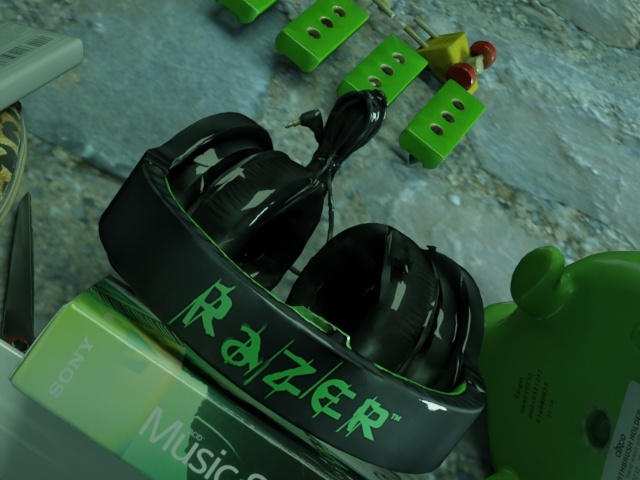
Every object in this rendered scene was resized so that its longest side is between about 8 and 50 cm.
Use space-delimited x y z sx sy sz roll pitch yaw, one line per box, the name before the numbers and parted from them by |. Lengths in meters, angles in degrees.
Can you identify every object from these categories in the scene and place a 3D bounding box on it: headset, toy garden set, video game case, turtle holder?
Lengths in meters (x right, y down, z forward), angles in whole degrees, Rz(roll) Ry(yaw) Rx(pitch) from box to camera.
headset | 0.000 0.000 0.845 0.243 0.185 0.394 35 9 -8
toy garden set | 0.041 -0.179 1.223 0.244 0.049 0.204 39 40 2
video game case | -0.277 -0.108 0.858 0.173 0.022 0.190 16 33 20
turtle holder | 0.233 0.133 0.933 0.227 0.320 0.243 3 78 -29

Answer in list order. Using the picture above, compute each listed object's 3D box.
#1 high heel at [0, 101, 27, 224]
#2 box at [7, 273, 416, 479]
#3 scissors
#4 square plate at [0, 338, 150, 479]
high heel | -0.283 -0.033 0.788 0.186 0.093 0.261 27 45 -15
box | -0.013 0.133 0.757 0.322 0.058 0.232 33 -1 -5
scissors | -0.178 0.087 0.813 0.109 0.021 0.297 26 38 -13
square plate | -0.117 0.245 0.654 0.347 0.049 0.344 35 39 -12
